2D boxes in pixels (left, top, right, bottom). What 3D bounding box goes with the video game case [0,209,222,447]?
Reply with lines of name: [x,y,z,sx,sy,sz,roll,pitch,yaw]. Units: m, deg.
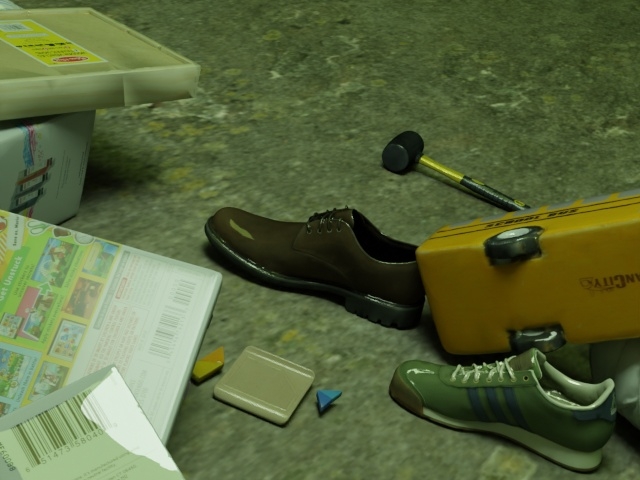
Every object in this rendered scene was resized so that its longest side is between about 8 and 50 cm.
video game case: [-0.199,0.092,0.851,0.206,0.026,0.227,16,57,1]

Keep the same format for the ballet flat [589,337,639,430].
ballet flat: [0.316,0.098,1.120,0.139,0.139,0.400,20,25,9]

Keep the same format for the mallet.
mallet: [0.160,-0.073,1.424,0.189,0.039,0.062,31,32,20]

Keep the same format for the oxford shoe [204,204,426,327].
oxford shoe: [0.000,0.000,1.147,0.227,0.096,0.083,16,30,5]

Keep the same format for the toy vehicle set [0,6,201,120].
toy vehicle set: [-0.262,-0.172,1.118,0.166,0.035,0.267,31,27,28]

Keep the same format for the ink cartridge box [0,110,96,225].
ink cartridge box: [-0.314,-0.074,1.086,0.128,0.127,0.176,26,28,17]

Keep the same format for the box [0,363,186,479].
box: [-0.151,0.155,0.751,0.101,0.087,0.102,-25,66,-24]

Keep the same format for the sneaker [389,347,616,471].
sneaker: [0.161,0.123,1.013,0.192,0.086,0.064,20,28,8]

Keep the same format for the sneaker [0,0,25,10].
sneaker: [-0.376,-0.259,1.464,0.190,0.071,0.083,38,28,21]

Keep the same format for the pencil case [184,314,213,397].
pencil case: [-0.192,0.074,0.930,0.206,0.086,0.088,12,37,-1]

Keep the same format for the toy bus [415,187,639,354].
toy bus: [0.252,0.022,1.035,0.332,0.108,0.130,-11,12,30]

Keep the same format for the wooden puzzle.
wooden puzzle: [-0.047,0.121,0.993,0.116,0.014,0.078,25,34,17]
